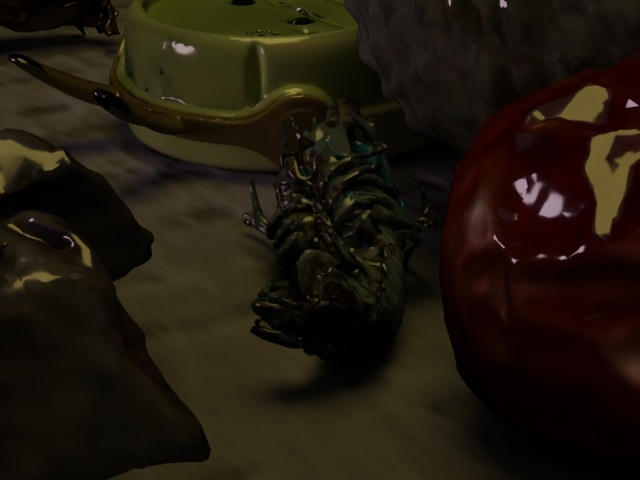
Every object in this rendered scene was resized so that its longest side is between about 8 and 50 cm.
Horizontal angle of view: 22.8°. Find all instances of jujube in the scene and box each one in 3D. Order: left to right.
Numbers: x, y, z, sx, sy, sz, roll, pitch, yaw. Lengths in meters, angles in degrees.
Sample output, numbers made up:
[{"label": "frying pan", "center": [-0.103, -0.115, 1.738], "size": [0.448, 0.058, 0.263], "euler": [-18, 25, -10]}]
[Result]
[{"label": "jujube", "center": [0.147, 0.013, 0.494], "size": [0.230, 0.155, 0.155], "euler": [6, 24, 27]}]

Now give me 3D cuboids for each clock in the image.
[{"label": "clock", "center": [-0.032, -0.089, 0.801], "size": [0.232, 0.069, 0.170], "euler": [-18, 30, -35]}]

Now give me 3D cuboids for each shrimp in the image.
[{"label": "shrimp", "center": [0.003, 0.004, 0.632], "size": [0.082, 0.076, 0.174], "euler": [-36, 22, 19]}]

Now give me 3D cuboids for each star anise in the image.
[{"label": "star anise", "center": [-0.193, 0.029, 0.485], "size": [0.331, 0.118, 0.332], "euler": [4, 28, -2]}]

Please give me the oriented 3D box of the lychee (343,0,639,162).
[{"label": "lychee", "center": [0.136, -0.133, 0.674], "size": [0.274, 0.255, 0.255], "euler": [28, 6, -36]}]

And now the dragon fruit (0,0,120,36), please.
[{"label": "dragon fruit", "center": [-0.234, -0.159, 0.912], "size": [0.246, 0.125, 0.125], "euler": [15, 52, -15]}]
